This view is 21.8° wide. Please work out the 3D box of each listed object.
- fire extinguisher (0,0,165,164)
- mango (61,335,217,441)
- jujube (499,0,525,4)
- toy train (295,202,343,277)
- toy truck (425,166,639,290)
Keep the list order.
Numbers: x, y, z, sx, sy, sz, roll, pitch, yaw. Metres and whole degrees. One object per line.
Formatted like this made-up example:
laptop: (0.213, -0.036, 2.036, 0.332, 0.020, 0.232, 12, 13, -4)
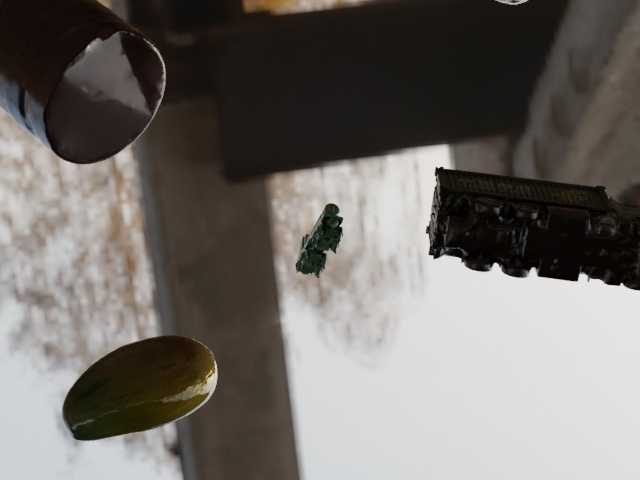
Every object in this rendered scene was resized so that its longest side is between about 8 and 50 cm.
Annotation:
fire extinguisher: (-0.267, -0.198, 1.328, 0.114, 0.135, 0.337, -18, -136, -41)
mango: (-0.217, 0.177, 1.980, 0.194, 0.092, 0.130, -30, -140, -23)
jujube: (0.148, -0.422, 2.005, 0.342, 0.216, 0.216, 34, -160, -1)
toy train: (0.000, 0.000, 1.612, 0.029, 0.092, 0.045, 13, -128, -13)
toy truck: (0.248, -0.009, 1.785, 0.259, 0.088, 0.121, 8, -161, -2)
